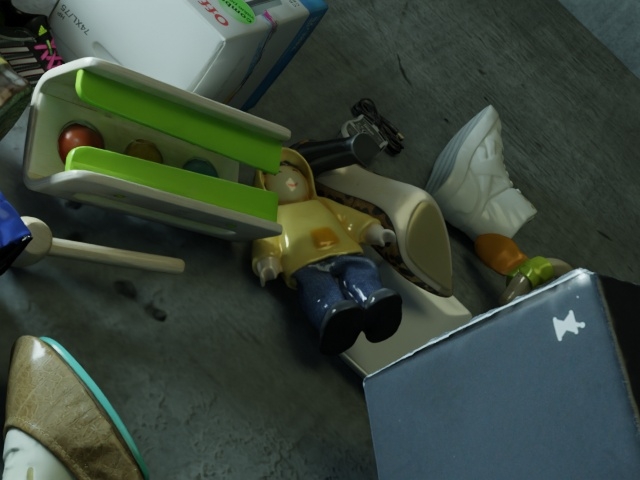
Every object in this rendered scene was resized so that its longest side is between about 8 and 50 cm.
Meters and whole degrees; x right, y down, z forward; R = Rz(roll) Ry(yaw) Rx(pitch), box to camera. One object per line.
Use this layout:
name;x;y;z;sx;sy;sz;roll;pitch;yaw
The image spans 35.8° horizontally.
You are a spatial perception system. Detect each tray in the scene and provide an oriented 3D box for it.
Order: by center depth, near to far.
tray;0.099;0.112;1.234;0.145;0.030;0.270;43;33;0

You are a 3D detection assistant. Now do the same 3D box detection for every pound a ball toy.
pound a ball toy;-0.192;-0.051;1.041;0.319;0.135;0.208;14;76;-43

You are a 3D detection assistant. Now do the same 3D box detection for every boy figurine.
boy figurine;0.000;0.000;1.167;0.177;0.092;0.285;-13;49;-17

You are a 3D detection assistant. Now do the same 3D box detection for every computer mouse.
computer mouse;0.064;-0.155;1.496;0.106;0.042;0.193;49;27;1

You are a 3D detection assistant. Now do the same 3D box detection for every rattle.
rattle;0.317;0.091;1.471;0.199;0.130;0.143;34;-13;-38

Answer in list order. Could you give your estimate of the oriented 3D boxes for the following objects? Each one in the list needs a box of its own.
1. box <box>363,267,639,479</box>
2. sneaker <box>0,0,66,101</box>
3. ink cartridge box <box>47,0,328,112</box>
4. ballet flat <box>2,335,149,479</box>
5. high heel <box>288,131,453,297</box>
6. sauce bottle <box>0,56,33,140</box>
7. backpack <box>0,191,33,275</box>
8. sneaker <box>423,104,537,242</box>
box;0.334;0.326;0.913;0.471;0.297;0.480;15;56;-39
sneaker;-0.319;-0.212;1.112;0.170;0.075;0.063;40;33;-6
ink cartridge box;-0.165;-0.263;1.222;0.198;0.197;0.270;45;33;3
ballet flat;-0.168;0.230;0.761;0.124;0.116;0.342;-34;82;-37
high heel;0.060;-0.027;1.290;0.093;0.186;0.261;-46;113;-28
sauce bottle;-0.442;-0.217;0.952;0.344;0.111;0.111;40;33;-6
backpack;-0.327;0.008;0.834;0.101;0.098;0.120;48;42;5
sneaker;0.271;-0.090;1.594;0.169;0.108;0.292;40;42;-8
